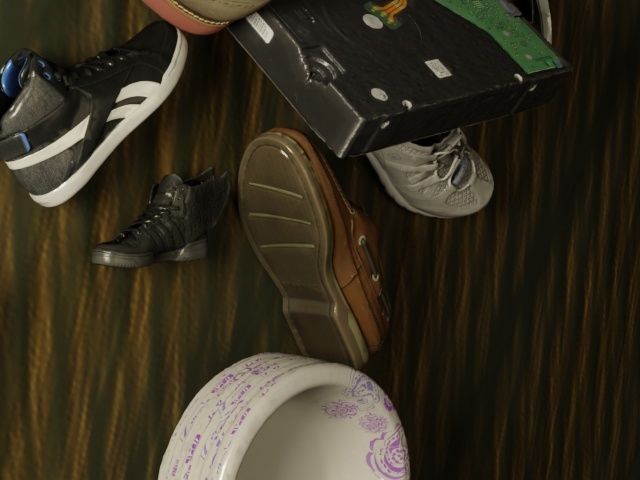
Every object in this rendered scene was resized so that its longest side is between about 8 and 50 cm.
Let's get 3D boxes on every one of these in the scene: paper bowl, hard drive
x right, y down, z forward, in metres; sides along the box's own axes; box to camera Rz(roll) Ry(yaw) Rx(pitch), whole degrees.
[{"bbox_3d":[-0.050,0.255,1.442,0.284,0.148,0.284,-7,101,-44],"label":"paper bowl"},{"bbox_3d":[0.076,-0.210,1.464,0.339,0.237,0.064,-19,151,-43],"label":"hard drive"}]

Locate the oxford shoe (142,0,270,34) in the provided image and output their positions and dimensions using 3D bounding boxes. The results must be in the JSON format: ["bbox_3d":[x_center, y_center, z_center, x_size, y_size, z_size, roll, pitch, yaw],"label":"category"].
[{"bbox_3d":[-0.172,-0.310,1.229,0.348,0.130,0.123,29,68,-33],"label":"oxford shoe"}]

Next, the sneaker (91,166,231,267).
[{"bbox_3d":[-0.153,-0.023,1.371,0.170,0.051,0.089,-6,100,-50],"label":"sneaker"}]

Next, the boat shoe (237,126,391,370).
[{"bbox_3d":[0.000,0.000,1.498,0.104,0.111,0.307,-45,135,-37],"label":"boat shoe"}]

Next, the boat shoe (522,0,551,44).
[{"bbox_3d":[0.263,-0.249,1.767,0.040,0.049,0.142,-6,96,-6],"label":"boat shoe"}]

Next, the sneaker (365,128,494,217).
[{"bbox_3d":[0.119,-0.100,1.587,0.281,0.115,0.105,32,73,-43],"label":"sneaker"}]

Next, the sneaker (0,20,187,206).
[{"bbox_3d":[-0.212,-0.146,1.269,0.217,0.079,0.121,-56,130,-24],"label":"sneaker"}]
